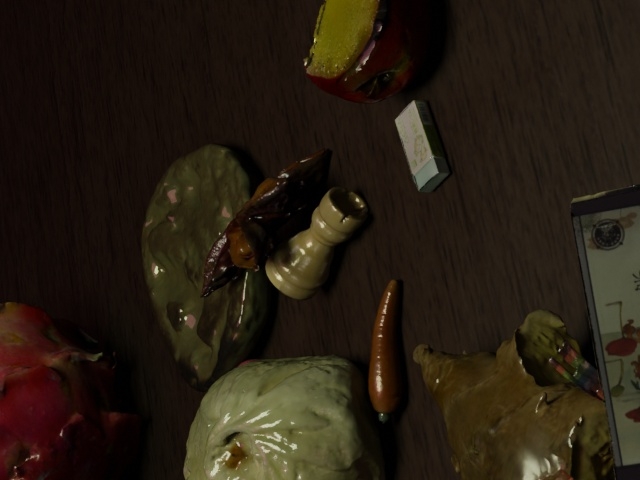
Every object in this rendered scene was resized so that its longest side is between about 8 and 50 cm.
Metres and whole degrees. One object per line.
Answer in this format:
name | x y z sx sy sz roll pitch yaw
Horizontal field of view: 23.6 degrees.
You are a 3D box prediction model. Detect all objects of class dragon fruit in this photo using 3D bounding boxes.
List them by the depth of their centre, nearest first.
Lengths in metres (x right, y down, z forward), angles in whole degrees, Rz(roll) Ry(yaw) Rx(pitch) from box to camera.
dragon fruit | -0.381 0.268 1.906 0.249 0.371 0.386 11 58 52

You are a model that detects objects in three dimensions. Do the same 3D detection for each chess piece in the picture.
chess piece | 0.000 0.000 1.577 0.122 0.066 0.066 -52 48 34

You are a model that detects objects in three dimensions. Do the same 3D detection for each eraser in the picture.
eraser | 0.098 -0.090 1.465 0.038 0.019 0.083 -44 54 45

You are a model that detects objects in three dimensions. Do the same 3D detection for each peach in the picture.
peach | 0.053 -0.213 1.477 0.127 0.092 0.172 -25 57 49

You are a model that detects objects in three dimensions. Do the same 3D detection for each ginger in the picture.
ginger | 0.167 0.166 1.265 0.270 0.123 0.219 -137 57 -62

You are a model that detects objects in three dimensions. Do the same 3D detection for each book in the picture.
book | 0.273 0.066 1.093 0.157 0.026 0.231 -10 76 11

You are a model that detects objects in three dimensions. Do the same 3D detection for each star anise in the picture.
star anise | -0.063 -0.017 1.596 0.212 0.053 0.157 -50 6 1

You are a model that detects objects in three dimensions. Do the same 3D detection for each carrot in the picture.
carrot | 0.065 0.109 1.498 0.035 0.035 0.142 -10 76 56

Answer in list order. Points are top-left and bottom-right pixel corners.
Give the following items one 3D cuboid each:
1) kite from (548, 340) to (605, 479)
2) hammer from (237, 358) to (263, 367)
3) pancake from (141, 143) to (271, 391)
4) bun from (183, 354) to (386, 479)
kite | 0.266 0.158 1.107 0.244 0.006 0.198 46 101 10
hammer | -0.069 0.172 1.691 0.043 0.043 0.083 -39 54 49
pancake | -0.132 0.031 1.786 0.294 0.049 0.295 -10 78 58
bun | -0.052 0.216 1.549 0.243 0.153 0.244 -9 77 47
